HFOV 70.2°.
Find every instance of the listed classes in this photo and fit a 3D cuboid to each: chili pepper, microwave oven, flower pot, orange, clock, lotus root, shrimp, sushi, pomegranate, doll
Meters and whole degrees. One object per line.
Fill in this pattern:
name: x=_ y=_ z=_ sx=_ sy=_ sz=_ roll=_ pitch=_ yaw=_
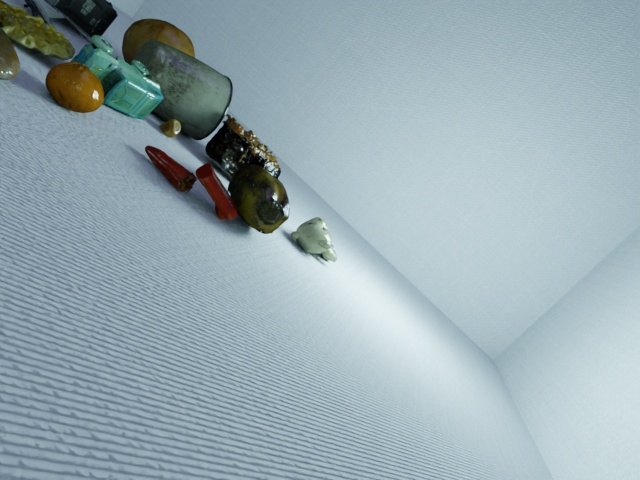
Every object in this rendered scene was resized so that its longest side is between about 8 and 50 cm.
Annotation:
chili pepper: x=-0.440 y=-0.215 z=1.299 sx=0.169 sy=0.065 sz=0.088 roll=40 pitch=-8 yaw=8
microwave oven: x=-1.007 y=-0.995 z=1.843 sx=0.237 sy=0.181 sz=0.295 roll=39 pitch=1 yaw=5
flower pot: x=-0.562 y=-0.593 z=1.785 sx=0.330 sy=0.294 sz=0.294 roll=22 pitch=22 yaw=-44
orange: x=-0.622 y=-0.391 z=1.163 sx=0.135 sy=0.117 sz=0.136 roll=43 pitch=16 yaw=-16
clock: x=-0.308 y=-0.143 z=1.337 sx=0.155 sy=0.061 sz=0.113 roll=64 pitch=-4 yaw=-33
lotus root: x=-0.206 y=-0.149 z=1.518 sx=0.196 sy=0.179 sz=0.397 roll=55 pitch=-3 yaw=-26
shrimp: x=-0.774 y=-0.461 z=1.010 sx=0.317 sy=0.077 sz=0.168 roll=52 pitch=16 yaw=28
sushi: x=-0.296 y=-0.324 z=1.864 sx=0.348 sy=0.207 sz=0.234 roll=37 pitch=6 yaw=-47
pomegranate: x=-0.740 y=-0.835 z=2.084 sx=0.338 sy=0.338 sz=0.338 roll=41 pitch=11 yaw=-9
doll: x=-0.003 y=-0.003 z=1.876 sx=0.175 sy=0.150 sz=0.278 roll=12 pitch=-12 yaw=16

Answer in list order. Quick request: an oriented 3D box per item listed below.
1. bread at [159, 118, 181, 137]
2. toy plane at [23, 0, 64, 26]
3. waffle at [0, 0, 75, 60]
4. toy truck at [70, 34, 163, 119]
bread: x=-0.555 y=-0.405 z=1.674 sx=0.049 sy=0.103 sz=0.062 roll=14 pitch=73 yaw=-48
toy plane: x=-1.021 y=-0.848 z=1.609 sx=0.160 sy=0.082 sz=0.234 roll=55 pitch=2 yaw=18
waffle: x=-0.849 y=-0.611 z=1.321 sx=0.250 sy=0.056 sz=0.261 roll=18 pitch=24 yaw=-47
toy truck: x=-0.645 y=-0.504 z=1.439 sx=0.156 sy=0.155 sz=0.279 roll=55 pitch=14 yaw=20
